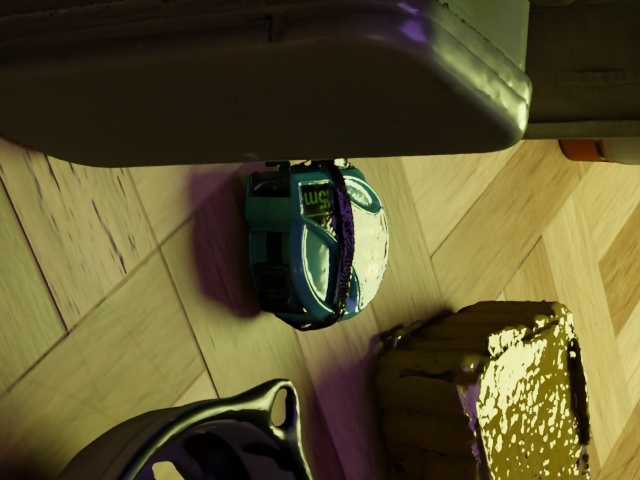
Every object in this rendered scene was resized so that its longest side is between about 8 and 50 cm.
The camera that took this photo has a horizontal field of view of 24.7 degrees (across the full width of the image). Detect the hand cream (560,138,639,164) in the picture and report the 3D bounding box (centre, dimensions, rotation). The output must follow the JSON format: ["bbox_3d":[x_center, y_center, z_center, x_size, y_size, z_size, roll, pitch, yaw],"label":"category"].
[{"bbox_3d":[0.418,-0.122,1.588,0.089,0.314,0.139,39,56,-53],"label":"hand cream"}]

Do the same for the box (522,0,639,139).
[{"bbox_3d":[0.315,-0.199,1.505,0.155,0.231,0.149,-42,124,-46],"label":"box"}]

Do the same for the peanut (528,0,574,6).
[{"bbox_3d":[0.126,-0.173,0.741,0.228,0.086,0.104,-22,115,-57],"label":"peanut"}]

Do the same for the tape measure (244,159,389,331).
[{"bbox_3d":[0.000,0.000,1.184,0.125,0.081,0.146,-6,97,-53],"label":"tape measure"}]

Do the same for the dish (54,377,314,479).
[{"bbox_3d":[-0.117,0.234,0.985,0.303,0.120,0.303,-10,102,-56],"label":"dish"}]

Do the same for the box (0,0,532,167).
[{"bbox_3d":[-0.043,-0.234,0.876,0.177,0.352,0.343,24,70,-54],"label":"box"}]

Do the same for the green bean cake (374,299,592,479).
[{"bbox_3d":[0.156,0.176,1.378,0.230,0.131,0.224,-21,107,-50],"label":"green bean cake"}]
